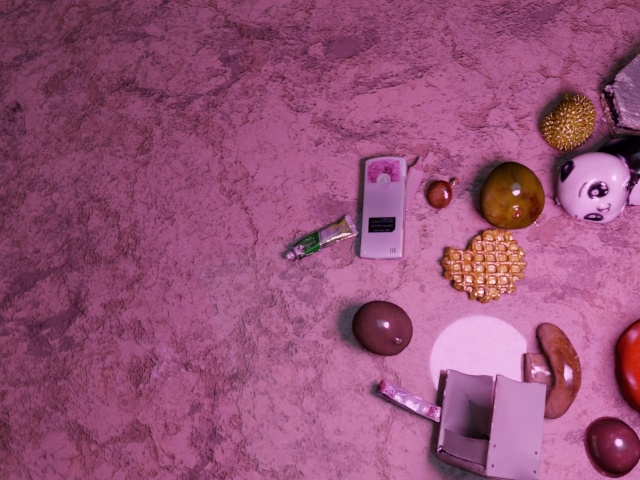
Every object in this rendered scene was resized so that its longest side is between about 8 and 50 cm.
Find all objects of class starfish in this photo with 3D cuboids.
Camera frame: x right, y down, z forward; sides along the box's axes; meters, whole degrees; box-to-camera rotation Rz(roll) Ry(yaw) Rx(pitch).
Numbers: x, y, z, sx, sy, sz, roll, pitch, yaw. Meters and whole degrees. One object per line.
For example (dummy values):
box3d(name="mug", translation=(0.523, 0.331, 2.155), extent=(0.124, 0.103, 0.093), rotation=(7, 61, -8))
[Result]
box3d(name="starfish", translation=(0.685, -0.079, 1.892), extent=(0.092, 0.016, 0.086), rotation=(-3, 74, 5))

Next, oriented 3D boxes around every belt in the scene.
box3d(name="belt", translation=(0.278, 0.492, 1.752), extent=(0.232, 0.071, 0.053), rotation=(25, 72, 5))

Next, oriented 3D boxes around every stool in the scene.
box3d(name="stool", translation=(0.470, 0.508, 1.621), extent=(0.171, 0.244, 0.269), rotation=(14, 76, -19))

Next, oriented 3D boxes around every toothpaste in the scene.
box3d(name="toothpaste", translation=(0.000, 0.000, 1.894), extent=(0.248, 0.047, 0.078), rotation=(-26, 79, -5))

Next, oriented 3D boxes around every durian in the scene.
box3d(name="durian", translation=(0.816, -0.383, 1.889), extent=(0.159, 0.146, 0.198), rotation=(42, 86, 9))

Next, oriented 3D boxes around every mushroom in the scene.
box3d(name="mushroom", translation=(0.697, 0.380, 1.711), extent=(0.156, 0.151, 0.285), rotation=(2, 77, 2))
box3d(name="mushroom", translation=(0.401, -0.168, 1.900), extent=(0.129, 0.072, 0.088), rotation=(-49, 45, -12))

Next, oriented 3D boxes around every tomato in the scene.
box3d(name="tomato", translation=(0.997, 0.362, 1.641), extent=(0.290, 0.293, 0.324), rotation=(-4, 81, 17))

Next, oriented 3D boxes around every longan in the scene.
box3d(name="longan", translation=(0.186, 0.262, 1.759), extent=(0.189, 0.189, 0.189), rotation=(-1, 77, 3))

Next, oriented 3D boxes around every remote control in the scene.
box3d(name="remote control", translation=(0.206, -0.107, 1.892), extent=(0.145, 0.050, 0.343), rotation=(0, 76, 19))

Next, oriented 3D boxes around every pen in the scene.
box3d(name="pen", translation=(0.301, -0.191, 1.930), extent=(0.053, 0.032, 0.197), rotation=(21, 81, 8))

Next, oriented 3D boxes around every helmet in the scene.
box3d(name="helmet", translation=(0.855, 0.602, 1.675), extent=(0.155, 0.106, 0.175), rotation=(6, 81, 5))

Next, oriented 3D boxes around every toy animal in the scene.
box3d(name="toy animal", translation=(0.888, -0.184, 1.803), extent=(0.310, 0.251, 0.250), rotation=(-14, 76, -1))

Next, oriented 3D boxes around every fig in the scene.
box3d(name="fig", translation=(0.595, -0.149, 1.837), extent=(0.203, 0.202, 0.225), rotation=(-6, 43, 2))

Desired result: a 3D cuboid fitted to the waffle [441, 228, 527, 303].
box3d(name="waffle", translation=(0.522, 0.067, 1.845), extent=(0.249, 0.056, 0.253), rotation=(33, 82, 9))

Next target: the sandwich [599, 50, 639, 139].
box3d(name="sandwich", translation=(1.072, -0.468, 1.904), extent=(0.262, 0.131, 0.325), rotation=(42, 83, 10))
